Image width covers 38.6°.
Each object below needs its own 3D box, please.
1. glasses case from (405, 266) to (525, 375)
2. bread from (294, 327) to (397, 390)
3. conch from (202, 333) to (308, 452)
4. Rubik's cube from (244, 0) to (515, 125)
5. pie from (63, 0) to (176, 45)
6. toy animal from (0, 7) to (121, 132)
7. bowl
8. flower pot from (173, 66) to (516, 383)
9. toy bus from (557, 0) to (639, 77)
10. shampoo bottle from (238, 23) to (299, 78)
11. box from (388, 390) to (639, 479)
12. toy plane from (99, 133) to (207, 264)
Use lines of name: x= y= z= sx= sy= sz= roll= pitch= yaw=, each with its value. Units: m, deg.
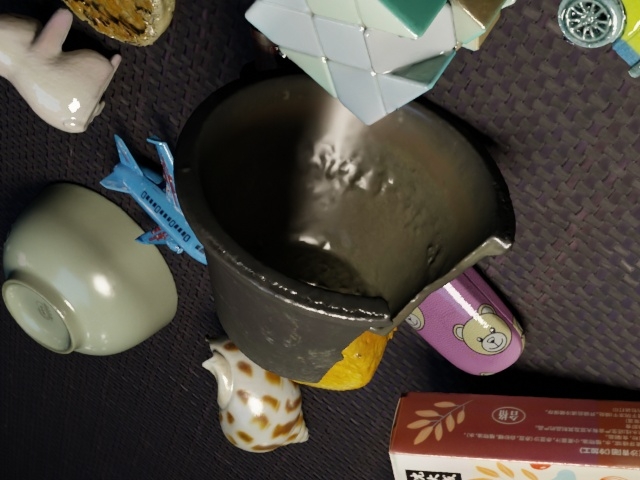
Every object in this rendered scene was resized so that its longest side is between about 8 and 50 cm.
glasses case: x=0.144 y=0.056 z=1.234 sx=0.316 sy=0.076 sz=0.123 roll=46 pitch=137 yaw=-3
bread: x=-0.009 y=0.118 z=1.338 sx=0.268 sy=0.145 sz=0.268 roll=16 pitch=153 yaw=8
conch: x=-0.106 y=0.277 z=1.597 sx=0.149 sy=0.182 sz=0.275 roll=-8 pitch=133 yaw=7
Rubik's cube: x=0.061 y=-0.271 z=0.910 sx=0.265 sy=0.213 sz=0.224 roll=40 pitch=157 yaw=-15
pie: x=-0.298 y=-0.382 z=1.223 sx=0.274 sy=0.055 sz=0.274 roll=28 pitch=143 yaw=24
toy animal: x=-0.431 y=-0.283 z=1.354 sx=0.282 sy=0.138 sz=0.140 roll=41 pitch=144 yaw=-3
bowl: x=-0.458 y=0.086 z=1.687 sx=0.354 sy=0.185 sz=0.354 roll=23 pitch=138 yaw=23
flower pot: x=0.000 y=0.000 z=1.065 sx=0.379 sy=0.379 sz=0.251 roll=33 pitch=139 yaw=12
toy bus: x=0.229 y=-0.313 z=0.761 sx=0.312 sy=0.152 sz=0.190 roll=43 pitch=143 yaw=-1
shampoo bottle: x=-0.042 y=-0.143 z=1.205 sx=0.129 sy=0.084 sz=0.323 roll=15 pitch=133 yaw=22
box: x=0.313 y=0.373 z=1.258 sx=0.385 sy=0.122 sz=0.344 roll=-1 pitch=127 yaw=17
toy plane: x=-0.228 y=-0.049 z=1.431 sx=0.271 sy=0.105 sz=0.254 roll=34 pitch=141 yaw=9
